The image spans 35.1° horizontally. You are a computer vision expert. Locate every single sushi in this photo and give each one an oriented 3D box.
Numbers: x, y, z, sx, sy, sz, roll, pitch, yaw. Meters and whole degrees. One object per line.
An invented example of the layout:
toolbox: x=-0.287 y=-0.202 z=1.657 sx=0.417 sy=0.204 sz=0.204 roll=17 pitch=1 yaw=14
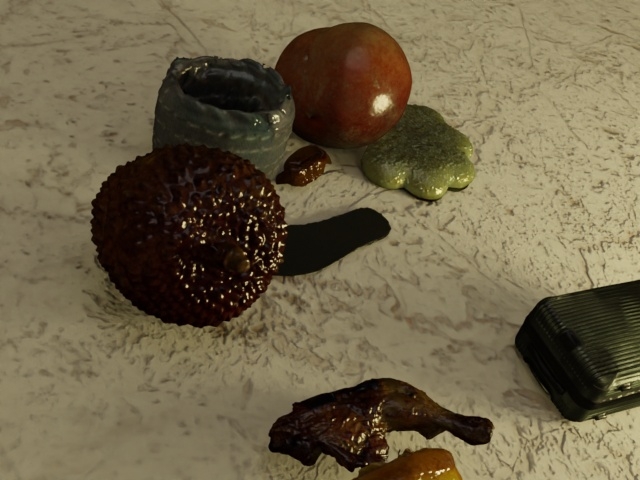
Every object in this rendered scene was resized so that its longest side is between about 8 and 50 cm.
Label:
sushi: x=-0.026 y=-0.130 z=1.812 sx=0.052 sy=0.055 sz=0.120 roll=27 pitch=46 yaw=20

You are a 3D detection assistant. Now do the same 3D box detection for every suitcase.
suitcase: x=0.490 y=0.175 z=1.675 sx=0.312 sy=0.128 sz=0.202 roll=-7 pitch=50 yaw=-30

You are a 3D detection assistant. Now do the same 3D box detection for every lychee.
lychee: x=-0.188 y=-0.014 z=1.455 sx=0.276 sy=0.275 sz=0.304 roll=-12 pitch=21 yaw=-34

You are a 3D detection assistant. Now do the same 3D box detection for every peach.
peach: x=0.039 y=-0.281 z=1.865 sx=0.253 sy=0.252 sz=0.252 roll=13 pitch=42 yaw=-12

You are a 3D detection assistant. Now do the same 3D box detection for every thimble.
thimble: x=-0.167 y=-0.204 z=1.727 sx=0.236 sy=0.172 sz=0.205 roll=15 pitch=39 yaw=0

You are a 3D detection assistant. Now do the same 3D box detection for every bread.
bread: x=0.206 y=-0.168 z=1.962 sx=0.207 sy=0.056 sz=0.286 roll=27 pitch=42 yaw=6
bread: x=0.070 y=0.353 z=1.209 sx=0.268 sy=0.268 sz=0.145 roll=-14 pitch=64 yaw=-35

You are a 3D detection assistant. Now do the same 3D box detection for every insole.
insole: x=0.000 y=0.000 z=1.718 sx=0.309 sy=0.012 sz=0.110 roll=-22 pitch=57 yaw=-40

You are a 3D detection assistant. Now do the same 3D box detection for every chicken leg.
chicken leg: x=0.081 y=0.256 z=1.402 sx=0.323 sy=0.083 sz=0.177 roll=-8 pitch=32 yaw=-34
